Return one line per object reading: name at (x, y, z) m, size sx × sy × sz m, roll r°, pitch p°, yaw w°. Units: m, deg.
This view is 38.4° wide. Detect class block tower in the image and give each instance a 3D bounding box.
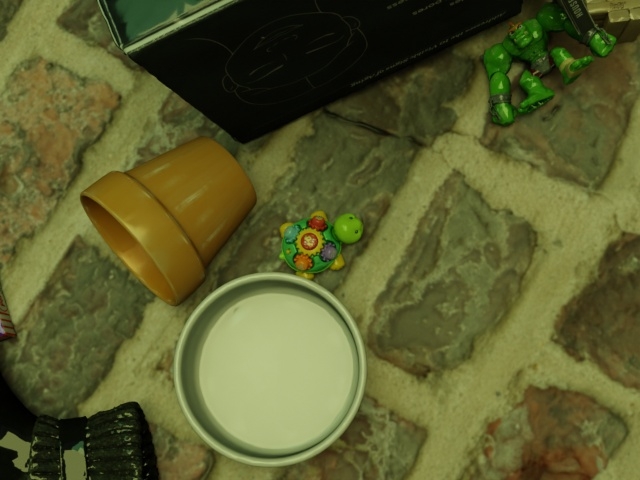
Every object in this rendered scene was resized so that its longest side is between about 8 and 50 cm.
block tower at (0.410, -0.467, 1.376) m, size 0.091 × 0.097 × 0.335 m, roll -8°, pitch 79°, yaw 1°

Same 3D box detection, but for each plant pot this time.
plant pot at (-0.201, -0.044, 1.303) m, size 0.188 × 0.205 × 0.205 m, roll -42°, pitch 80°, yaw -19°

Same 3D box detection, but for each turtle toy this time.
turtle toy at (0.000, 0.000, 1.337) m, size 0.130 × 0.066 × 0.095 m, roll -22°, pitch 80°, yaw 0°

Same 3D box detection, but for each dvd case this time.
dvd case at (0.297, -0.416, 1.281) m, size 0.030 × 0.179 × 0.238 m, roll -32°, pitch 50°, yaw 17°

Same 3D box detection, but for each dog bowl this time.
dog bowl at (-0.066, 0.181, 1.293) m, size 0.265 × 0.104 × 0.264 m, roll -1°, pitch 80°, yaw 3°

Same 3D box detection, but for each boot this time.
boot at (-0.379, 0.254, 1.276) m, size 0.260 × 0.131 × 0.347 m, roll -17°, pitch 96°, yaw 6°

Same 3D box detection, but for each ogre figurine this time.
ogre figurine at (0.316, -0.266, 1.348) m, size 0.197 × 0.097 × 0.118 m, roll -44°, pitch 69°, yaw 39°

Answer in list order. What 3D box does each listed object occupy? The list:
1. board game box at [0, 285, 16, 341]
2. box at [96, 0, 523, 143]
board game box at (-0.569, 0.107, 1.365) m, size 0.194 × 0.045 × 0.146 m, roll -21°, pitch 80°, yaw 0°
box at (-0.007, -0.386, 1.170) m, size 0.480 × 0.472 × 0.297 m, roll -24°, pitch 79°, yaw 7°
